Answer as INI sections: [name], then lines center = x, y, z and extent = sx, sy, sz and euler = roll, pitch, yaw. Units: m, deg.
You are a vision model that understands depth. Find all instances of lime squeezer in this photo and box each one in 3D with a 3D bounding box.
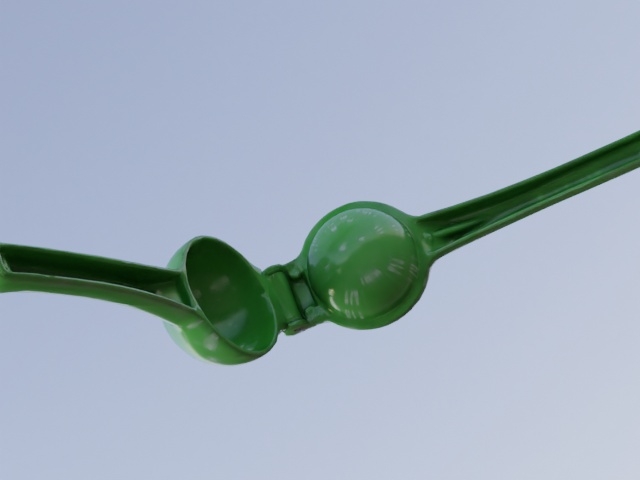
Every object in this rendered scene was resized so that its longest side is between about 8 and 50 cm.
[lime squeezer]
center = 0.000, 0.000, 0.688
extent = 0.310, 0.059, 0.110
euler = -11, -39, -29
